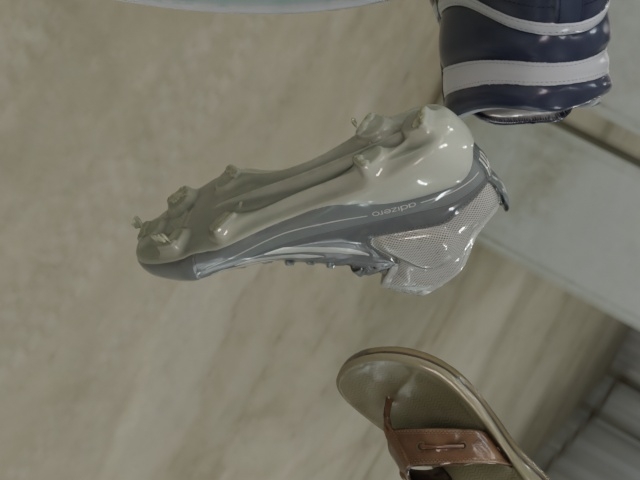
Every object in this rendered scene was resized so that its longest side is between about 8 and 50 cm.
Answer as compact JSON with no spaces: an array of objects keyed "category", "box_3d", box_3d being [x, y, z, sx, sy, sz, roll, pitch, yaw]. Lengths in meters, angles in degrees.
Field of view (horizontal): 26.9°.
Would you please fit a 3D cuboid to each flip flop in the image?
[{"category":"flip flop","box_3d":[0.122,0.209,1.245,0.080,0.277,0.112,-35,169,-48]}]

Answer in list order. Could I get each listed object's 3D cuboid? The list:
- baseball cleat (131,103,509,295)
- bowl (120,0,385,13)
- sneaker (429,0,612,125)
[{"category":"baseball cleat","box_3d":[0.000,0.000,0.710,0.109,0.205,0.072,51,38,-31]},{"category":"bowl","box_3d":[-0.064,-0.207,0.371,0.311,0.311,0.163,67,33,-69]},{"category":"sneaker","box_3d":[0.093,-0.157,0.782,0.282,0.099,0.153,-118,-159,-67]}]
